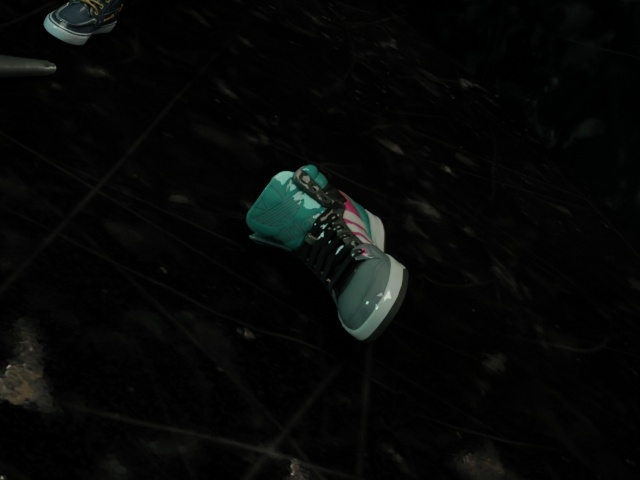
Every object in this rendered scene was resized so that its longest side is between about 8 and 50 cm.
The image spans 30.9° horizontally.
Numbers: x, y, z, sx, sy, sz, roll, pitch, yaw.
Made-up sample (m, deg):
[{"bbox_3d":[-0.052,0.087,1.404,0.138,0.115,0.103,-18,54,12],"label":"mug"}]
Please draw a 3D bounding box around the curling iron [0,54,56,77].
[{"bbox_3d":[-0.418,-0.219,1.396,0.068,0.035,0.274,44,25,22],"label":"curling iron"}]

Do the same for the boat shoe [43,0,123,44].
[{"bbox_3d":[-0.336,-0.342,1.682,0.065,0.083,0.183,34,23,0],"label":"boat shoe"}]

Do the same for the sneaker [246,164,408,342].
[{"bbox_3d":[0.000,0.000,1.399,0.178,0.124,0.295,32,15,-18],"label":"sneaker"}]
